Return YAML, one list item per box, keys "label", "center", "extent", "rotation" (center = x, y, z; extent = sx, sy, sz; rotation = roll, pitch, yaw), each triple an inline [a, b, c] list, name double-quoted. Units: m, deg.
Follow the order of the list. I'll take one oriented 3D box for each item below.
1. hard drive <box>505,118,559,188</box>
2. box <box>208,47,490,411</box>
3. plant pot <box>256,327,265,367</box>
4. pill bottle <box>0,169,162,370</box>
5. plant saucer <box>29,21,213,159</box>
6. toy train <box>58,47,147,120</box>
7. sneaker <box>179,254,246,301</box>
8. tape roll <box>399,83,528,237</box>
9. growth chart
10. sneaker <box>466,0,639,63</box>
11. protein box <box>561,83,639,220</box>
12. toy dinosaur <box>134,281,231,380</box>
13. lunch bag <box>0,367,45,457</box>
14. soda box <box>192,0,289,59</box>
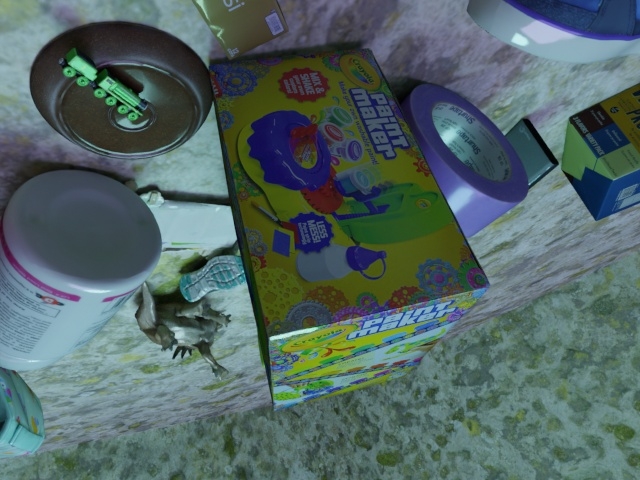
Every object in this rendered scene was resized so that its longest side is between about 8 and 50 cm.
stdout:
- label: "hard drive"
  center: [0.318, -0.120, 0.740]
  extent: [0.022, 0.094, 0.135]
  rotation: [-5, 152, -28]
- label: "box"
  center: [0.000, 0.000, 0.499]
  extent: [0.177, 0.289, 0.279]
  rotation: [-11, 150, -12]
- label: "plant pot"
  center: [-0.001, 0.077, 0.789]
  extent: [0.228, 0.207, 0.228]
  rotation: [-6, 152, -24]
- label: "pill bottle"
  center: [-0.335, 0.054, 0.562]
  extent: [0.161, 0.160, 0.283]
  rotation: [8, 143, -45]
- label: "plant saucer"
  center: [-0.189, -0.133, 0.442]
  extent: [0.169, 0.029, 0.168]
  rotation: [-14, 154, -7]
- label: "toy train"
  center: [-0.186, -0.134, 0.388]
  extent: [0.024, 0.017, 0.083]
  rotation: [-36, 152, 11]
- label: "sneaker"
  center: [-0.175, 0.058, 0.793]
  extent: [0.167, 0.064, 0.076]
  rotation: [-17, -175, 31]
- label: "tape roll"
  center: [0.164, -0.101, 0.562]
  extent: [0.189, 0.188, 0.080]
  rotation: [0, 148, -35]
- label: "growth chart"
  center: [-0.200, -0.018, 0.675]
  extent: [0.238, 0.021, 0.172]
  rotation: [5, 146, -41]
- label: "sneaker"
  center: [0.309, -0.290, 0.380]
  extent: [0.323, 0.130, 0.236]
  rotation: [-6, 142, -16]
- label: "protein box"
  center: [0.561, -0.162, 0.776]
  extent: [0.201, 0.135, 0.200]
  rotation: [-26, 154, 15]
- label: "toy dinosaur"
  center: [-0.294, 0.176, 0.908]
  extent: [0.201, 0.127, 0.296]
  rotation: [6, 155, 39]
- label: "lunch bag"
  center: [-0.530, 0.223, 0.637]
  extent: [0.160, 0.262, 0.223]
  rotation: [-53, 178, -35]
- label: "soda box"
  center: [-0.084, -0.218, 0.303]
  extent: [0.058, 0.061, 0.181]
  rotation: [-22, 155, 7]
